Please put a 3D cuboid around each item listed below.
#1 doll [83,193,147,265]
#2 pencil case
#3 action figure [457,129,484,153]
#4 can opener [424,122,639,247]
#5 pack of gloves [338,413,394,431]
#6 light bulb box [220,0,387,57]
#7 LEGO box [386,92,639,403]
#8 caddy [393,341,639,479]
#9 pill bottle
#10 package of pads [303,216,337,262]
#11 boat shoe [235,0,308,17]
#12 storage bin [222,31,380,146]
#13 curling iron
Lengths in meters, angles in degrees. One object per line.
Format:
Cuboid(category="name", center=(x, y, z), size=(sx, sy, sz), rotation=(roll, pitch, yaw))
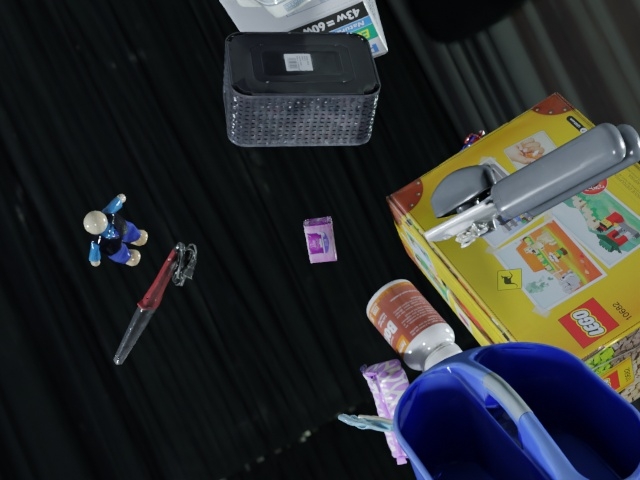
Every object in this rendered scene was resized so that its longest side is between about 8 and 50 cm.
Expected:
Cuboid(category="doll", center=(-0.346, -0.015, 1.736), size=(0.046, 0.129, 0.189), rotation=(16, 172, 15))
Cuboid(category="pencil case", center=(0.154, 0.343, 2.134), size=(0.086, 0.206, 0.088), rotation=(-19, -175, 28))
Cuboid(category="action figure", center=(0.299, -0.184, 2.078), size=(0.115, 0.038, 0.030), rotation=(-52, 178, -39))
Cuboid(category="can opener", center=(0.220, -0.065, 1.158), size=(0.074, 0.093, 0.280), rotation=(-7, 166, -44))
Cuboid(category="pack of gloves", center=(0.154, 0.344, 1.826), size=(0.232, 0.046, 0.195), rotation=(5, 173, 32))
Cuboid(category="light bulb box", center=(-0.063, -0.527, 1.848), size=(0.225, 0.358, 0.361), rotation=(-18, 150, 11))
Cuboid(category="LEGO box", center=(0.403, 0.030, 1.771), size=(0.372, 0.500, 0.193), rotation=(-32, 139, -4))
Cuboid(category="caddy", center=(0.225, 0.238, 1.183), size=(0.241, 0.179, 0.341), rotation=(-21, -154, -10))
Cuboid(category="pill bottle", center=(0.201, 0.192, 2.186), size=(0.121, 0.216, 0.121), rotation=(-25, 142, -21))
Cuboid(category="package of pads", center=(0.000, 0.000, 1.856), size=(0.050, 0.083, 0.032), rotation=(-7, -149, 3))
Cuboid(category="boat shoe", center=(-0.074, -0.345, 1.331), size=(0.079, 0.081, 0.227), rotation=(-34, -152, -7))
Cuboid(category="storage bin", center=(-0.026, -0.187, 1.283), size=(0.180, 0.122, 0.084), rotation=(-1, 139, -10))
Cuboid(category="curling iron", center=(-0.284, 0.109, 1.747), size=(0.035, 0.068, 0.274), rotation=(22, 120, -29))
